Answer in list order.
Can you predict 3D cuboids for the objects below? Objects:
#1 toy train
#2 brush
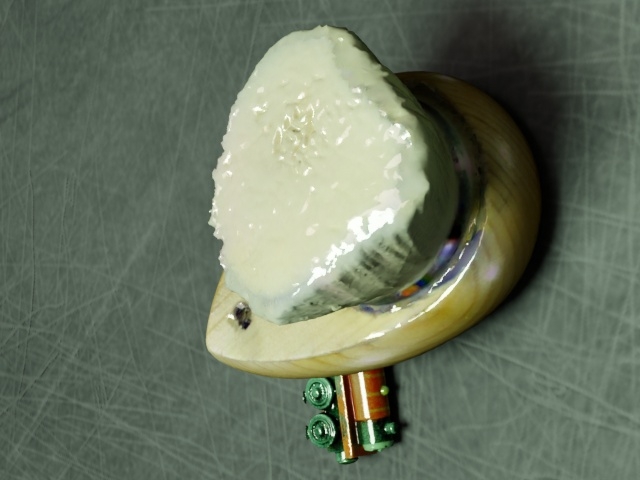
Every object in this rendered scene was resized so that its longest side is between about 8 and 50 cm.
[{"bbox_3d":[0.023,0.101,1.212,0.064,0.044,0.103,-10,85,35],"label":"toy train"},{"bbox_3d":[0.000,0.000,1.113,0.267,0.166,0.174,-43,60,27],"label":"brush"}]
